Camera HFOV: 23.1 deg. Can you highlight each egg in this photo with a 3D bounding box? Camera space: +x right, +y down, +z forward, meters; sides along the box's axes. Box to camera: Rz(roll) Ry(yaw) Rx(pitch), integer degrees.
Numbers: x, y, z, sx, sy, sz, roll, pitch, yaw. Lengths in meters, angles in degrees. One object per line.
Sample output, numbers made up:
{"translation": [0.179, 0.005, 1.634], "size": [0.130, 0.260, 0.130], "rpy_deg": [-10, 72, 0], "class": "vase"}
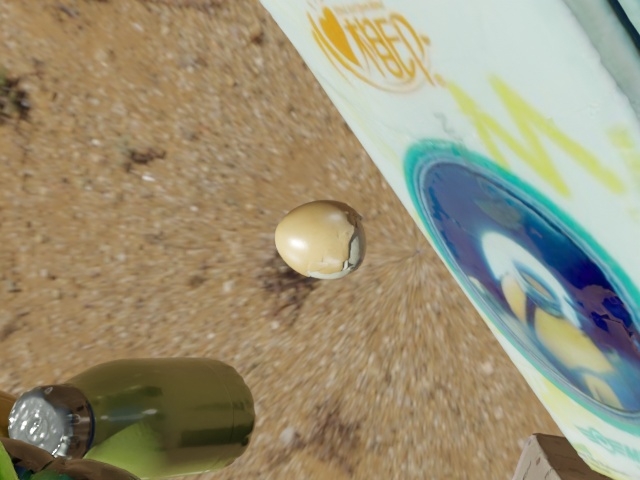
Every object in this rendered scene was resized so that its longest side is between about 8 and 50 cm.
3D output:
{"translation": [0.000, 0.000, 1.392], "size": [0.083, 0.071, 0.071], "rpy_deg": [-4, 89, -19], "class": "egg"}

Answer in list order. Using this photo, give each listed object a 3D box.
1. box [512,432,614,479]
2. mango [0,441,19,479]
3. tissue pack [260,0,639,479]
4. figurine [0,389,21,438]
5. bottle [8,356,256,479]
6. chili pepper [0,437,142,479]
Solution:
{"translation": [0.356, 0.372, 1.757], "size": [0.225, 0.297, 0.190], "rpy_deg": [11, 105, -17], "class": "box"}
{"translation": [-0.191, 0.178, 0.730], "size": [0.125, 0.111, 0.233], "rpy_deg": [-13, 99, -33], "class": "mango"}
{"translation": [0.158, -0.039, 0.783], "size": [0.162, 0.287, 0.388], "rpy_deg": [-41, 108, -17], "class": "tissue pack"}
{"translation": [-0.338, 0.253, 1.717], "size": [0.257, 0.192, 0.167], "rpy_deg": [18, 81, -25], "class": "figurine"}
{"translation": [-0.168, 0.161, 1.399], "size": [0.112, 0.260, 0.112], "rpy_deg": [-2, 86, 31], "class": "bottle"}
{"translation": [-0.169, 0.256, 1.003], "size": [0.248, 0.256, 0.233], "rpy_deg": [30, 81, 24], "class": "chili pepper"}
